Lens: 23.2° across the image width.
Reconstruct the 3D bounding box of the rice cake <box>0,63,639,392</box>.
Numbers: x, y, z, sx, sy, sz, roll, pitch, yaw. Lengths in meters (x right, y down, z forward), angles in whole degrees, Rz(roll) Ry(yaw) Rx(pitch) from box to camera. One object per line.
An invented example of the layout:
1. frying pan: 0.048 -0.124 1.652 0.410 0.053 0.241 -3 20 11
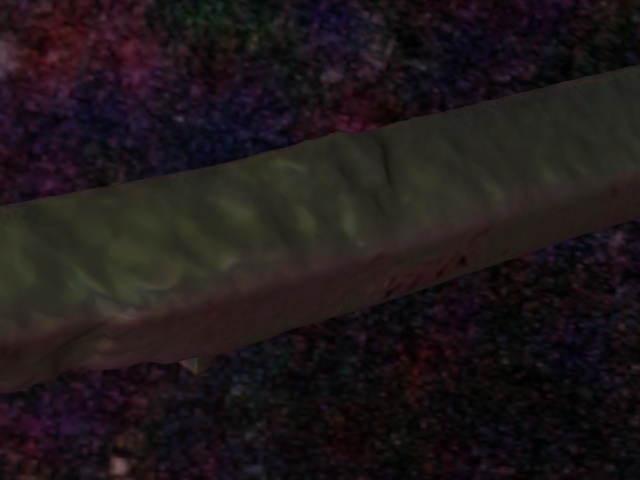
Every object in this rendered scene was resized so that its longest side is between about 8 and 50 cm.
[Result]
1. rice cake: 0.000 0.000 0.416 0.081 0.290 0.051 -25 82 52
